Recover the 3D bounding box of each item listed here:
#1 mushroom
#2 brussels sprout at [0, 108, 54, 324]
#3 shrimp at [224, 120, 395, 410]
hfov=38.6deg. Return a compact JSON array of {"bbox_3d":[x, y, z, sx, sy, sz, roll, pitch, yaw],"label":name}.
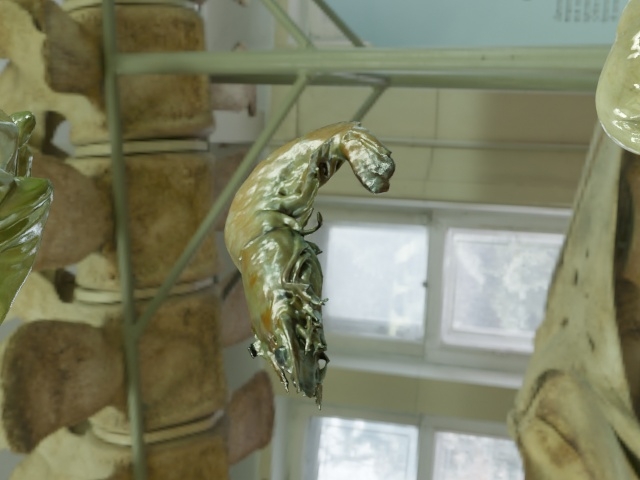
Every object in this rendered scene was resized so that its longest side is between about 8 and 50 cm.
[{"bbox_3d":[0.298,-0.142,0.758,0.154,0.122,0.154,-26,-54,-42],"label":"mushroom"},{"bbox_3d":[-0.457,0.000,0.824,0.361,0.342,0.425,-65,30,6],"label":"brussels sprout"},{"bbox_3d":[0.000,0.000,0.731,0.058,0.169,0.296,40,-163,-35],"label":"shrimp"}]
